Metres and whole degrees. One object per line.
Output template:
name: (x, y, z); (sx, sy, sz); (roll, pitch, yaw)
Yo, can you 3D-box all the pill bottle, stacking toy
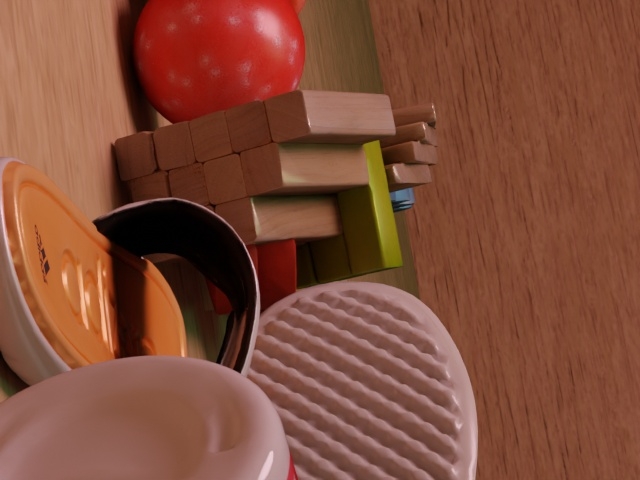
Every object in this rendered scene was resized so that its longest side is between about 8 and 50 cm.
pill bottle: (-0.044, 0.135, 0.596); (0.108, 0.108, 0.180); (-91, 169, -59)
stacking toy: (-0.044, -0.186, 1.104); (0.141, 0.141, 0.330); (73, 12, -45)

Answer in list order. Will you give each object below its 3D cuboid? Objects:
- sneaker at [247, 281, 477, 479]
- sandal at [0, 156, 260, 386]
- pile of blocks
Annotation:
sneaker: (-0.002, 0.192, 0.865); (0.150, 0.135, 0.366); (92, 4, -52)
sandal: (-0.062, 0.030, 0.759); (0.265, 0.076, 0.102); (58, 22, -76)
pile of blocks: (0.000, 0.000, 1.059); (0.362, 0.149, 0.113); (24, 55, -83)
